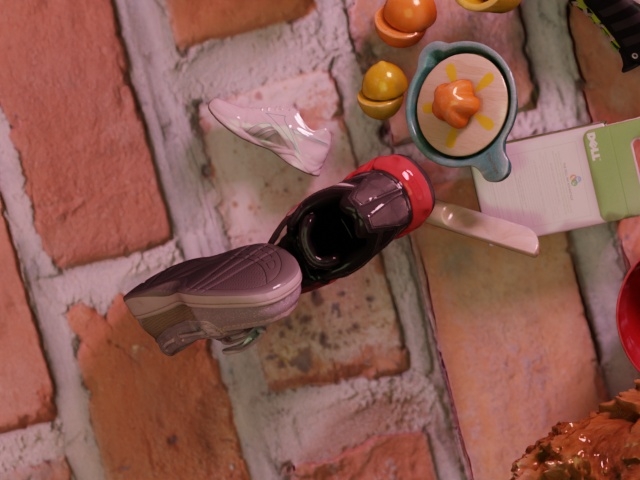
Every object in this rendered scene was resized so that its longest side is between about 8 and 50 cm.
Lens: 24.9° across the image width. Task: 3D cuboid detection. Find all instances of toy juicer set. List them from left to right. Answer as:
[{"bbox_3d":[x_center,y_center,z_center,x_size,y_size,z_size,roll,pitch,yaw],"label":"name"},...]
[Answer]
[{"bbox_3d":[0.122,-0.139,1.563,0.209,0.089,0.329,-6,83,35],"label":"toy juicer set"}]

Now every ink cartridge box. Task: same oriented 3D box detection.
[{"bbox_3d":[0.276,-0.068,1.595,0.209,0.062,0.109,-12,95,15],"label":"ink cartridge box"}]

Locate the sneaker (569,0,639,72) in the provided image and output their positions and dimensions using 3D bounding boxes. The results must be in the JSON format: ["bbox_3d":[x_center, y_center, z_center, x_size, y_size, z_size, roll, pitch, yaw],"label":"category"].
[{"bbox_3d":[0.328,-0.228,1.545,0.235,0.084,0.097,22,105,9],"label":"sneaker"}]

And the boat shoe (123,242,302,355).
[{"bbox_3d":[-0.112,0.077,1.625,0.320,0.118,0.103,-11,109,54],"label":"boat shoe"}]

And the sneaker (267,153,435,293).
[{"bbox_3d":[0.000,0.000,1.596,0.276,0.135,0.097,-32,90,47],"label":"sneaker"}]

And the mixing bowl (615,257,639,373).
[{"bbox_3d":[0.413,0.073,1.567,0.181,0.098,0.181,2,100,14],"label":"mixing bowl"}]

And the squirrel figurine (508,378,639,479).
[{"bbox_3d":[0.350,0.304,1.533,0.370,0.281,0.397,-22,119,35],"label":"squirrel figurine"}]

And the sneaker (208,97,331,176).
[{"bbox_3d":[-0.057,-0.132,1.675,0.152,0.054,0.061,27,95,2],"label":"sneaker"}]
